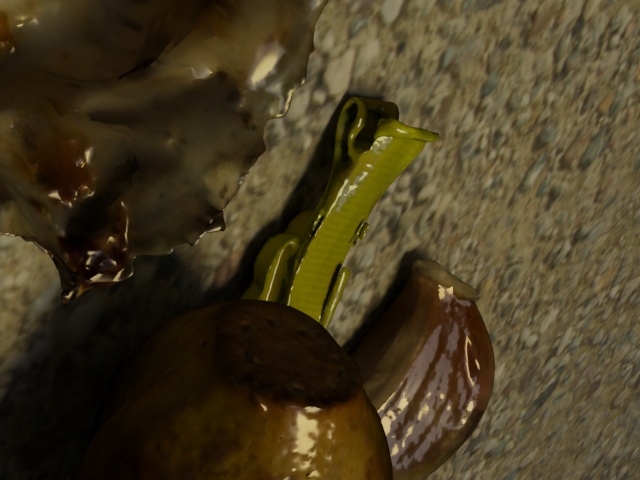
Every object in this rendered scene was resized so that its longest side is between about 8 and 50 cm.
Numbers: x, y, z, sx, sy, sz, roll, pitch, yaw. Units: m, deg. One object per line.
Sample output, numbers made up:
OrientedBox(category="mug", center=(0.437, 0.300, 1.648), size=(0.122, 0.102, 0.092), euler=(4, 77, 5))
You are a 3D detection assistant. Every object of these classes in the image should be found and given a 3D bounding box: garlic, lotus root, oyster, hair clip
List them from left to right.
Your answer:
OrientedBox(category="oyster", center=(-0.045, -0.143, 0.649), size=(0.337, 0.133, 0.198), euler=(-48, 150, -11))
OrientedBox(category="lotus root", center=(-0.050, 0.142, 0.921), size=(0.193, 0.193, 0.291), euler=(-32, 151, -32))
OrientedBox(category="hair clip", center=(0.000, 0.000, 0.973), size=(0.072, 0.046, 0.173), euler=(4, 119, -54))
OrientedBox(category="garlic", center=(0.031, 0.111, 1.132), size=(0.198, 0.090, 0.128), euler=(-40, 136, -7))
